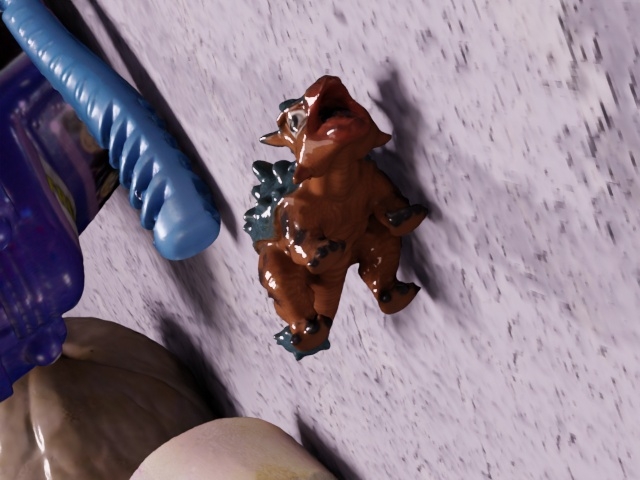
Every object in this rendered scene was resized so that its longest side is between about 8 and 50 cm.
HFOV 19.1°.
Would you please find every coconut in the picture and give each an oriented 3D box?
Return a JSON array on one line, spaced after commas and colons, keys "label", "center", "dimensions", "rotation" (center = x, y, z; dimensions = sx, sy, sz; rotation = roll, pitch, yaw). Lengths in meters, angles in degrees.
[{"label": "coconut", "center": [-0.040, 0.144, 0.867], "dimensions": [0.122, 0.116, 0.116], "rotation": [32, 145, 55]}]

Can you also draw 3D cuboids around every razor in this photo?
[{"label": "razor", "center": [-0.117, -0.093, 0.876], "dimensions": [0.253, 0.042, 0.082], "rotation": [56, 164, 23]}]

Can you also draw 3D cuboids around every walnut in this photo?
[{"label": "walnut", "center": [-0.122, 0.149, 1.077], "dimensions": [0.178, 0.178, 0.230], "rotation": [36, 153, 61]}]

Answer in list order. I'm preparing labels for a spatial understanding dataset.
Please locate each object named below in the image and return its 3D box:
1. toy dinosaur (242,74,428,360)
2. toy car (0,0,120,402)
[{"label": "toy dinosaur", "center": [0.000, 0.000, 0.607], "dimensions": [0.055, 0.049, 0.154], "rotation": [54, 158, 24]}, {"label": "toy car", "center": [-0.184, -0.044, 0.950], "dimensions": [0.235, 0.158, 0.172], "rotation": [54, 167, 33]}]
